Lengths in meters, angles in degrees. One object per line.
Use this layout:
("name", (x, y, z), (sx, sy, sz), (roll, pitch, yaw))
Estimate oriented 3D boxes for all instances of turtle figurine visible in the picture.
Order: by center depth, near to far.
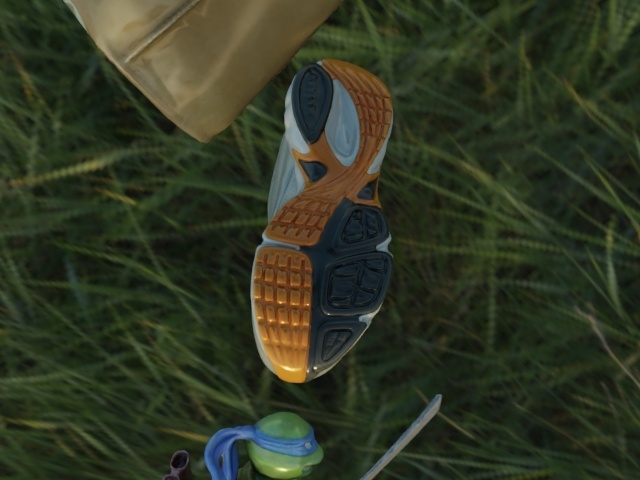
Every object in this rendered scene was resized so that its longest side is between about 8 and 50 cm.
("turtle figurine", (0.003, 0.265, 1.256), (0.198, 0.274, 0.266), (39, 114, 45))

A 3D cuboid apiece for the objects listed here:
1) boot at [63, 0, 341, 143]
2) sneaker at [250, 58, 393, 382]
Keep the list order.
("boot", (-0.042, -0.215, 0.911), (0.269, 0.236, 0.089), (-40, 22, 11))
("sneaker", (0.000, 0.000, 1.251), (0.099, 0.121, 0.262), (14, 56, -4))
